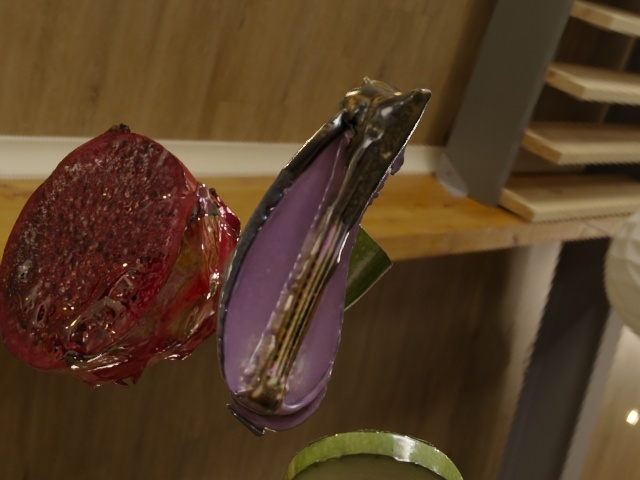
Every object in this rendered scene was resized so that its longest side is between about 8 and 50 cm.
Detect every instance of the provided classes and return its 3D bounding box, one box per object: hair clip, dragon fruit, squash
[{"bbox_3d":[-0.002,-0.001,0.901,0.359,0.095,0.110,-62,-33,-14],"label":"hair clip"},{"bbox_3d":[-0.265,0.040,1.435,0.249,0.386,0.371,35,-133,-49],"label":"dragon fruit"},{"bbox_3d":[0.059,0.308,1.180,0.041,0.219,0.219,-80,-9,-52],"label":"squash"},{"bbox_3d":[0.005,0.026,1.373,0.123,0.170,0.170,-58,-36,-10],"label":"squash"}]
